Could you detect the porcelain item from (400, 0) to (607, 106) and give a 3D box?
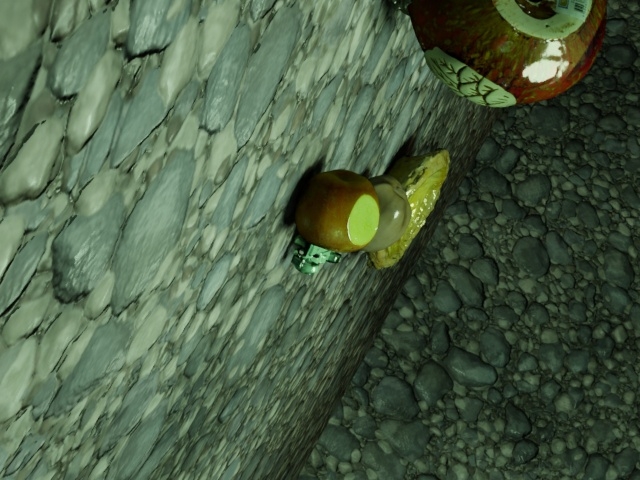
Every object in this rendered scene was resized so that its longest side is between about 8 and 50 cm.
[{"bbox_3d":[0.213,-0.274,1.102,0.253,0.252,0.253,-59,169,-19],"label":"porcelain item"}]

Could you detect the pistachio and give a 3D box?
[{"bbox_3d":[0.093,-0.041,1.474,0.113,0.113,0.149,-51,171,-48],"label":"pistachio"}]

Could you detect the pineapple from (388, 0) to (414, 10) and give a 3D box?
[{"bbox_3d":[0.115,-0.325,0.973,0.159,0.074,0.074,-61,170,3],"label":"pineapple"}]

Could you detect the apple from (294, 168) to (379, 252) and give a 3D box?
[{"bbox_3d":[0.019,-0.039,1.127,0.114,0.099,0.102,5,98,-46],"label":"apple"}]

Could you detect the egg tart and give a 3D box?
[{"bbox_3d":[0.152,-0.068,1.729,0.279,0.095,0.279,-53,164,-22],"label":"egg tart"}]

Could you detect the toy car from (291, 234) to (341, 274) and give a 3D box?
[{"bbox_3d":[0.000,0.000,1.248,0.073,0.054,0.143,-68,165,16],"label":"toy car"}]
